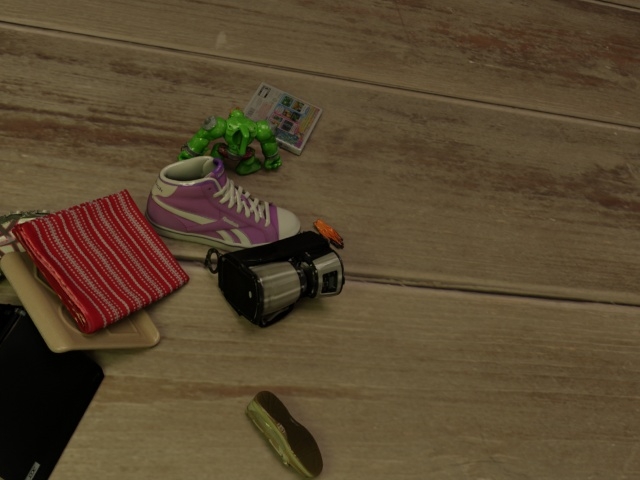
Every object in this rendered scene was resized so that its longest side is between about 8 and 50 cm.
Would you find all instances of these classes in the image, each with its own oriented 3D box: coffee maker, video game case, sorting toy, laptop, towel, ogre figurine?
[{"bbox_3d":[-0.074,0.046,1.599,0.178,0.120,0.171,-15,56,-34],"label":"coffee maker"},{"bbox_3d":[-0.083,-0.253,1.945,0.143,0.019,0.157,25,43,-1],"label":"video game case"},{"bbox_3d":[-0.368,0.097,1.447,0.193,0.038,0.208,51,25,24],"label":"sorting toy"},{"bbox_3d":[-0.487,0.215,1.340,0.264,0.136,0.234,4,41,16],"label":"laptop"},{"bbox_3d":[-0.333,0.024,1.477,0.199,0.031,0.275,54,29,3],"label":"towel"},{"bbox_3d":[-0.158,-0.182,1.776,0.197,0.118,0.096,16,45,-10],"label":"ogre figurine"}]

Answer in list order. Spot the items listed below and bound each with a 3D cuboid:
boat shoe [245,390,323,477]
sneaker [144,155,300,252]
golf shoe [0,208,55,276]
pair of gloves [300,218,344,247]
[{"bbox_3d":[-0.056,0.300,1.432,0.153,0.048,0.056,48,36,13],"label":"boat shoe"},{"bbox_3d":[-0.153,-0.065,1.641,0.282,0.161,0.102,6,46,-20],"label":"sneaker"},{"bbox_3d":[-0.499,0.017,1.478,0.273,0.105,0.120,-2,73,-25],"label":"golf shoe"},{"bbox_3d":[0.000,0.000,1.751,0.074,0.010,0.083,43,50,16],"label":"pair of gloves"}]
